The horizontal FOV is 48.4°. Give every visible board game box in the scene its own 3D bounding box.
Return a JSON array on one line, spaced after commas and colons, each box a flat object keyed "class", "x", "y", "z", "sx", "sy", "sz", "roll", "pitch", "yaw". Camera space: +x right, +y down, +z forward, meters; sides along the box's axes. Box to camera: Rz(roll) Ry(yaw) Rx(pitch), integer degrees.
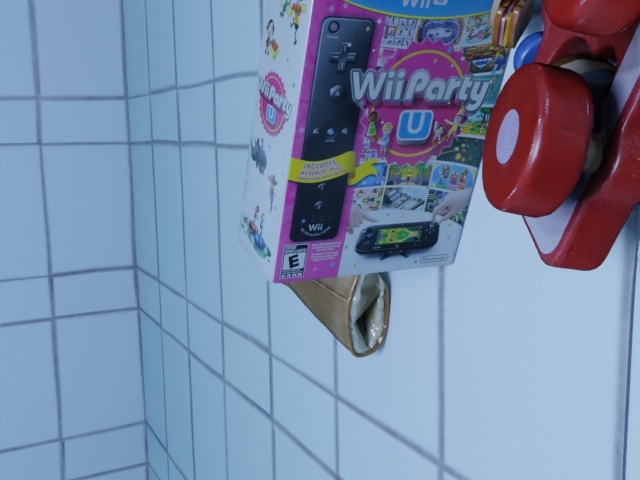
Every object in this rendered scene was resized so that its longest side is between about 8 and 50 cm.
[{"class": "board game box", "x": 0.052, "y": -0.117, "z": 0.711, "sx": 0.097, "sy": 0.223, "sz": 0.304, "roll": 47, "pitch": 136, "yaw": 51}]

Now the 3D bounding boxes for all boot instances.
[{"class": "boot", "x": 0.000, "y": 0.000, "z": 0.991, "sx": 0.269, "sy": 0.089, "sz": 0.236, "roll": 34, "pitch": 135, "yaw": 56}]

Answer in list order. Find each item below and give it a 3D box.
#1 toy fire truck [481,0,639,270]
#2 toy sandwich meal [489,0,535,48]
[{"class": "toy fire truck", "x": 0.212, "y": -0.145, "z": 0.502, "sx": 0.254, "sy": 0.169, "sz": 0.302, "roll": -88, "pitch": 10, "yaw": -55}, {"class": "toy sandwich meal", "x": 0.177, "y": -0.210, "z": 0.621, "sx": 0.029, "sy": 0.085, "sz": 0.086, "roll": 35, "pitch": 130, "yaw": 21}]
